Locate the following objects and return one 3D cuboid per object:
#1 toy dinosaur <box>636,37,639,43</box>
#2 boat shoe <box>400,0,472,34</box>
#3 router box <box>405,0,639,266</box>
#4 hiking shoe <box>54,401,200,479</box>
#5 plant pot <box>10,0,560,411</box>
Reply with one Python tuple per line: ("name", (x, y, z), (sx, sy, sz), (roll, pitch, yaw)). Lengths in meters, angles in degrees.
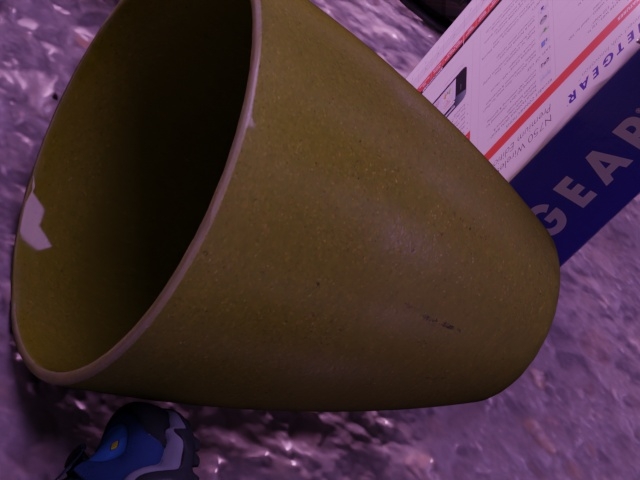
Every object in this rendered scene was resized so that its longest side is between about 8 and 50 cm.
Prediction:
("toy dinosaur", (0.278, -0.212, 0.957), (0.160, 0.121, 0.313), (31, 41, -34))
("boat shoe", (0.167, -0.207, 1.449), (0.228, 0.080, 0.076), (37, 43, -4))
("router box", (0.175, -0.120, 1.150), (0.082, 0.335, 0.301), (28, 40, -17))
("hiking shoe", (-0.151, 0.167, 0.752), (0.132, 0.113, 0.304), (25, 31, -2))
("plant pot", (0.000, 0.000, 0.938), (0.293, 0.275, 0.275), (23, 40, -31))
